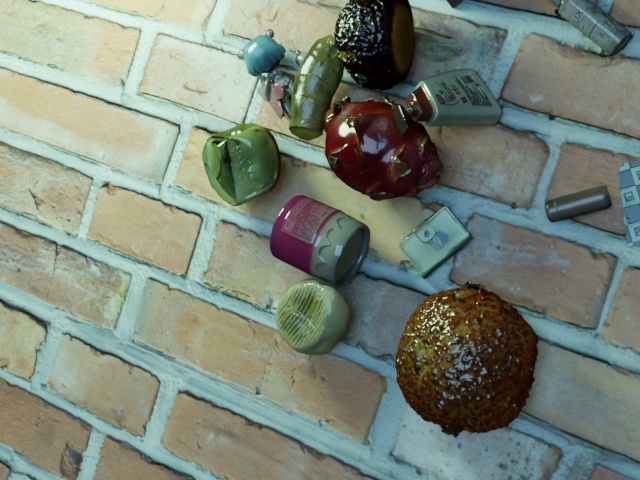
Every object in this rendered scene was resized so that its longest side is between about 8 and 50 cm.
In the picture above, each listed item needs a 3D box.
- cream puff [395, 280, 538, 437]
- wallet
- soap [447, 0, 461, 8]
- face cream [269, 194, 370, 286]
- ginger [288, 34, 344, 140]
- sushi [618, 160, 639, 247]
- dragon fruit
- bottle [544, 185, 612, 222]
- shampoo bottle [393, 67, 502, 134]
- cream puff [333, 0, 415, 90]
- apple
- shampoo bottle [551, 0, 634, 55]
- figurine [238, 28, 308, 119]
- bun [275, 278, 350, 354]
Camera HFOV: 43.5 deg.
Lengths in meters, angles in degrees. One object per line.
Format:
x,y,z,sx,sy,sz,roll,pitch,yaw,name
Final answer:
0.317,0.268,1.779,0.350,0.228,0.351,-2,86,25,cream puff
0.273,0.002,1.920,0.155,0.039,0.110,-42,75,15,wallet
0.361,-0.656,1.898,0.203,0.122,0.065,-41,73,14,soap
0.000,0.000,1.960,0.194,0.175,0.175,23,94,23,face cream
-0.011,-0.384,2.004,0.116,0.109,0.263,15,90,0,ginger
0.759,-0.091,1.725,0.210,0.040,0.193,-7,82,22,sushi
0.131,-0.217,1.892,0.250,0.250,0.315,-43,82,14,dragon fruit
0.576,-0.081,1.793,0.140,0.053,0.053,-15,80,20,bottle
0.273,-0.308,1.833,0.153,0.284,0.071,61,147,16,shampoo bottle
0.129,-0.480,1.916,0.164,0.239,0.239,4,87,25,cream puff
-0.199,-0.197,2.065,0.207,0.174,0.188,-13,107,16,apple
0.602,-0.505,1.813,0.072,0.072,0.214,-47,70,12,shampoo bottle
-0.093,-0.431,2.078,0.205,0.103,0.260,-33,84,19,figurine
-0.008,0.182,1.969,0.178,0.127,0.193,43,114,31,bun
